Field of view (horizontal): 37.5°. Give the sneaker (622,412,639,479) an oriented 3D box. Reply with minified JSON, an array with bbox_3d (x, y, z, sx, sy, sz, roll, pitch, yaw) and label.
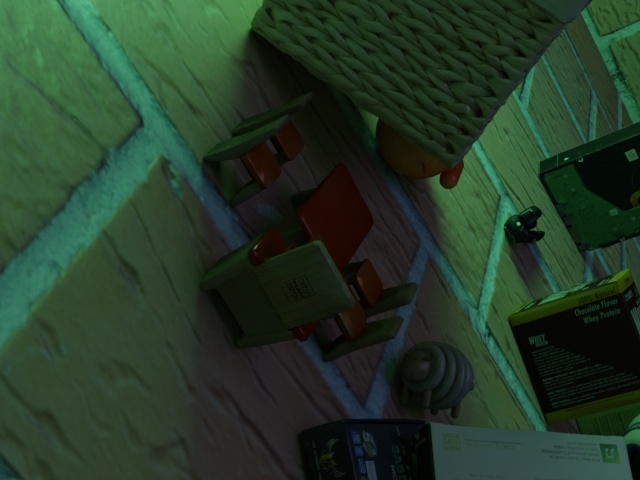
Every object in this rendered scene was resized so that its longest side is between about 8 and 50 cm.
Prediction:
[{"bbox_3d":[0.385,0.341,1.118,0.131,0.112,0.296,-18,106,-43],"label":"sneaker"}]

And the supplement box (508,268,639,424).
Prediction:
[{"bbox_3d":[0.446,0.174,1.561,0.129,0.191,0.194,-15,84,-62],"label":"supplement box"}]

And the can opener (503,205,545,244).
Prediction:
[{"bbox_3d":[0.385,-0.019,1.733,0.059,0.073,0.186,67,18,14],"label":"can opener"}]

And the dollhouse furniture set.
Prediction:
[{"bbox_3d":[0.000,0.000,0.961,0.262,0.135,0.259,60,29,-15],"label":"dollhouse furniture set"}]

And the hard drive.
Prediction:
[{"bbox_3d":[0.664,-0.126,1.993,0.237,0.339,0.064,55,29,-22],"label":"hard drive"}]

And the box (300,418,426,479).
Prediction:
[{"bbox_3d":[0.070,0.301,0.959,0.183,0.059,0.232,19,56,-56],"label":"box"}]

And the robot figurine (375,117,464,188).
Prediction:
[{"bbox_3d":[0.152,-0.167,1.352,0.219,0.128,0.158,-50,151,-59],"label":"robot figurine"}]

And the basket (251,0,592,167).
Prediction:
[{"bbox_3d":[0.148,-0.311,1.169,0.331,0.266,0.328,35,30,5],"label":"basket"}]

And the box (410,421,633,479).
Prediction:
[{"bbox_3d":[0.215,0.346,0.927,0.233,0.058,0.321,7,57,-14],"label":"box"}]

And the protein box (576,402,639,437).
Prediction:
[{"bbox_3d":[0.593,0.366,1.675,0.136,0.201,0.199,1,71,-60],"label":"protein box"}]

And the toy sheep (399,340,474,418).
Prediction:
[{"bbox_3d":[0.144,0.168,1.155,0.132,0.091,0.091,26,49,-45],"label":"toy sheep"}]
